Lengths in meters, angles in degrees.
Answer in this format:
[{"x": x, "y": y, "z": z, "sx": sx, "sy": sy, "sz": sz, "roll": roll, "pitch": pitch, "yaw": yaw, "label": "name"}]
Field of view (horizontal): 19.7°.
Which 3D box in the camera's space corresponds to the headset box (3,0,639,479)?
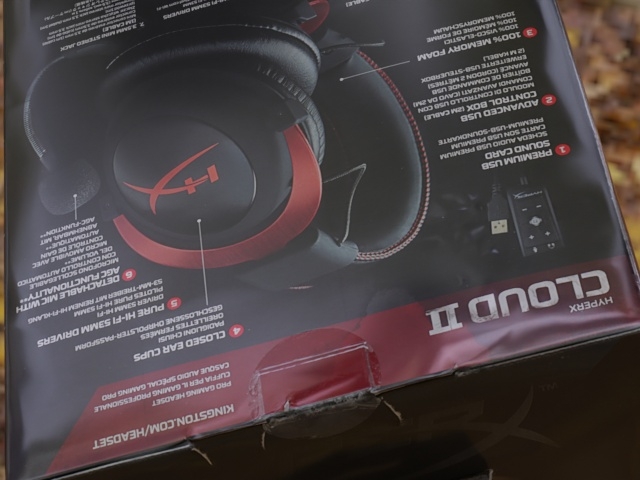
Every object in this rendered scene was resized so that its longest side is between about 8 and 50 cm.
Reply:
[{"x": 0.000, "y": 0.000, "z": 0.687, "sx": 0.218, "sy": 0.110, "sz": 0.293, "roll": -16, "pitch": 48, "yaw": 7, "label": "headset box"}]
